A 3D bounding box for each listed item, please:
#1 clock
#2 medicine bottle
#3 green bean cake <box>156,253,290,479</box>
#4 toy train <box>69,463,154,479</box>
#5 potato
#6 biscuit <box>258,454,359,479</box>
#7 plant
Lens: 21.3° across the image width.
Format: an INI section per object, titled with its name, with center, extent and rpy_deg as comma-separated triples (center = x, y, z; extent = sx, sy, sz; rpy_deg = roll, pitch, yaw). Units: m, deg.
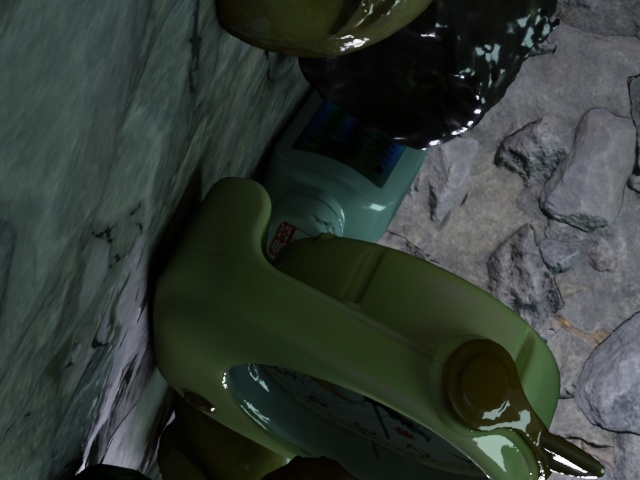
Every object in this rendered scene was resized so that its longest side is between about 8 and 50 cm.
[clock]
center = 0.046, 0.102, 1.288
extent = 0.286, 0.348, 0.117
rpy_deg = 104, 11, -68
[medicine bottle]
center = 0.015, -0.057, 1.520
extent = 0.229, 0.121, 0.083
rpy_deg = -59, 172, -52
[green bean cake]
center = 0.006, 0.142, 1.649
extent = 0.310, 0.202, 0.285
rpy_deg = 11, 111, -43
[toy train]
center = -0.179, 0.240, 1.192
extent = 0.200, 0.083, 0.132
rpy_deg = -38, 141, -79
[potato]
center = 0.015, -0.162, 1.094
extent = 0.100, 0.120, 0.261
rpy_deg = -61, 177, 28
[biscuit]
center = -0.085, 0.275, 1.282
extent = 0.296, 0.075, 0.296
rpy_deg = -48, -170, 11
[plant]
center = 0.091, -0.198, 1.330
extent = 0.178, 0.204, 0.234
rpy_deg = -34, -154, 52
